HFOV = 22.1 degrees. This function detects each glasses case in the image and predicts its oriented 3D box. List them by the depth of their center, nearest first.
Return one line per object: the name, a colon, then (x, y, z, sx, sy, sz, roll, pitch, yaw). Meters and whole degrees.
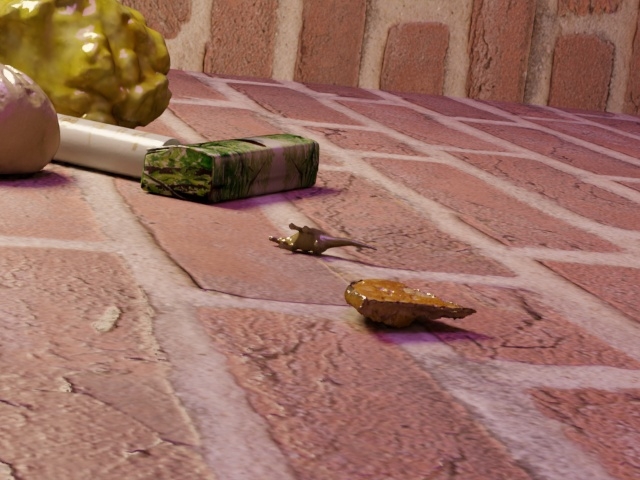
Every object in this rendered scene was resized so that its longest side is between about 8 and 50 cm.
glasses case: (-0.101, -0.091, 1.948, 0.095, 0.062, 0.272, 11, 11, 24)

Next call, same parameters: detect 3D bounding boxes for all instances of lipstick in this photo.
lipstick: (-0.283, -0.117, 1.986, 0.264, 0.059, 0.059, 12, 11, 31)

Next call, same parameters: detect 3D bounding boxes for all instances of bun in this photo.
bun: (-0.401, -0.145, 1.872, 0.193, 0.128, 0.178, 10, 11, 29)

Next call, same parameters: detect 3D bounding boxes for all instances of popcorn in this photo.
popcorn: (-0.331, -0.236, 2.232, 0.250, 0.235, 0.242, 48, 21, 3)

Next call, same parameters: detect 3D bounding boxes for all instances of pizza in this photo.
pizza: (0.072, 0.056, 1.329, 0.108, 0.026, 0.123, 10, 8, 5)

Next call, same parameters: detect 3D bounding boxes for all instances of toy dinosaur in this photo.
toy dinosaur: (-0.003, 0.000, 1.586, 0.113, 0.026, 0.041, 1, -11, 26)
